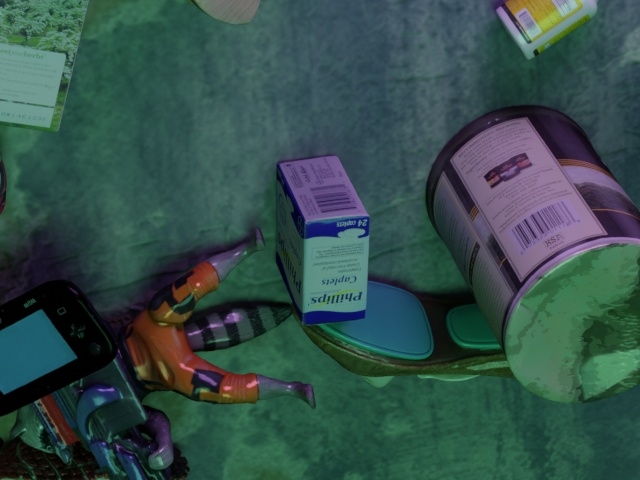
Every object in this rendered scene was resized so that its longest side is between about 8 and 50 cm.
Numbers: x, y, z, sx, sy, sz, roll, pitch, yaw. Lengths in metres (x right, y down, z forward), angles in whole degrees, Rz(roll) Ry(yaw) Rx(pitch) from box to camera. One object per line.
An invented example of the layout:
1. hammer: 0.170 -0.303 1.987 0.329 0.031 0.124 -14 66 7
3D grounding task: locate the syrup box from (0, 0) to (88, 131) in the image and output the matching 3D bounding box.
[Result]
1. syrup box: -0.272 -0.228 1.446 0.093 0.096 0.236 6 119 -21

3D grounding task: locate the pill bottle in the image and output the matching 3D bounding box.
1. pill bottle: 0.245 -0.245 1.603 0.116 0.065 0.065 -33 126 8

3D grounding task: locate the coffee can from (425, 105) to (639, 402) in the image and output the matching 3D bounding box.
1. coffee can: 0.246 0.010 1.647 0.202 0.275 0.201 -8 126 -11

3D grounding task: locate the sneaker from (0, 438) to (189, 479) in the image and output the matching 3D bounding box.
1. sneaker: -0.269 0.286 1.804 0.225 0.088 0.092 10 121 -22

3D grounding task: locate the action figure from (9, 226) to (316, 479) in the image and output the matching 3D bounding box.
1. action figure: -0.176 0.176 1.708 0.330 0.178 0.341 -18 102 3

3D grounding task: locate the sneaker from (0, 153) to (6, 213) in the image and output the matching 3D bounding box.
1. sneaker: -0.455 -0.028 1.517 0.299 0.121 0.112 -16 128 -5

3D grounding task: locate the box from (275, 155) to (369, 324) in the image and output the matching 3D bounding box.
1. box: 0.000 0.000 1.662 0.072 0.126 0.137 -8 125 -12

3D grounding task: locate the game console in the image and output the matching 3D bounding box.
1. game console: -0.370 0.131 1.607 0.361 0.044 0.213 -27 114 29

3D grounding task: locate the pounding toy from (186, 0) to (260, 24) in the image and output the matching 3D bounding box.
1. pounding toy: -0.062 -0.279 1.403 0.270 0.155 0.154 -30 122 -14

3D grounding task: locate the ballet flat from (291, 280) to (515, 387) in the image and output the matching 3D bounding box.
1. ballet flat: 0.118 0.119 1.804 0.342 0.116 0.124 1 142 -21
